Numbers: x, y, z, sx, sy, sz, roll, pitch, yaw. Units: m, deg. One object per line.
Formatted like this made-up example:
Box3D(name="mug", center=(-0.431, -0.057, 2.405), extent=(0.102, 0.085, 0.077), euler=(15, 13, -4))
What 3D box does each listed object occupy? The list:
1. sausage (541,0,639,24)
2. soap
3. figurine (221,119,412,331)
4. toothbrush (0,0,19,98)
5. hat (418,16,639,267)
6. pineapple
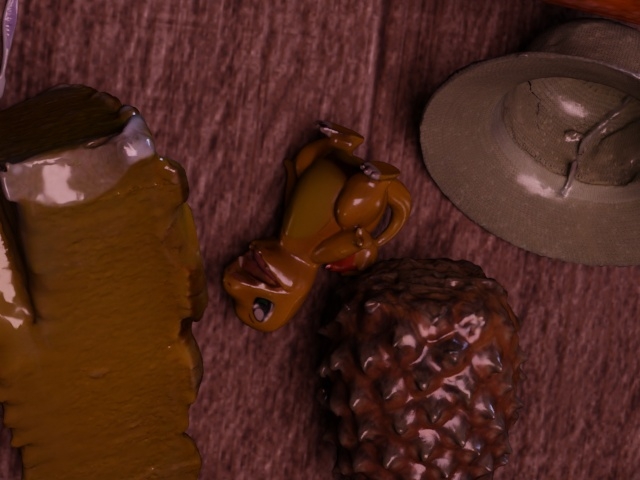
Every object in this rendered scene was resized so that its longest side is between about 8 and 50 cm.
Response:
Box3D(name="sausage", center=(0.209, -0.291, 1.476), extent=(0.287, 0.233, 0.233), euler=(12, 95, -21))
Box3D(name="soap", center=(-0.156, 0.073, 1.364), extent=(0.169, 0.304, 0.339), euler=(-19, 106, -12))
Box3D(name="figurine", center=(0.001, 0.003, 1.533), extent=(0.176, 0.121, 0.122), euler=(-48, 140, 8))
Box3D(name="toothbrush", center=(-0.232, -0.171, 1.448), extent=(0.011, 0.013, 0.131), euler=(9, 96, -32))
Box3D(name="hat", center=(0.219, -0.104, 1.548), extent=(0.257, 0.257, 0.130), euler=(39, 53, -22))
Box3D(name="pineapple", center=(0.079, 0.195, 1.560), extent=(0.175, 0.175, 0.361), euler=(-9, 112, -19))
